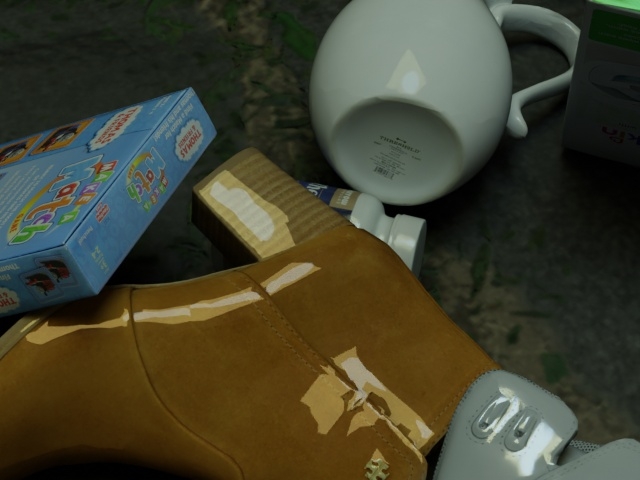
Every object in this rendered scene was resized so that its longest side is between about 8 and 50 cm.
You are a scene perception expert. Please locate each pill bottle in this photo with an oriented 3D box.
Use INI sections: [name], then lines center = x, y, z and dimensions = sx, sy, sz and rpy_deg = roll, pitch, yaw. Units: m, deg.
[pill bottle]
center = 0.000, 0.000, 1.014
dimensions = 0.120, 0.067, 0.067
rpy_deg = 11, 52, 10

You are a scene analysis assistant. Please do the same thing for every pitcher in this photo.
[pitcher]
center = 0.087, -0.108, 1.081
dimensions = 0.178, 0.125, 0.207
rpy_deg = 19, 40, -3

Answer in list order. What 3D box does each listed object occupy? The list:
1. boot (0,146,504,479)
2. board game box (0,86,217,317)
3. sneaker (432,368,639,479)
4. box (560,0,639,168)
[boot]
center = -0.061, 0.106, 0.913
dimensions = 0.295, 0.104, 0.211
rpy_deg = -42, 77, -11
[board game box]
center = -0.180, -0.010, 0.958
dimensions = 0.211, 0.039, 0.160
rpy_deg = -14, 28, 32
[sneaker]
center = 0.190, 0.119, 0.817
dimensions = 0.366, 0.137, 0.210
rpy_deg = -42, 55, 1
[box]
center = 0.242, -0.195, 1.015
dimensions = 0.127, 0.231, 0.262
rpy_deg = 15, 76, 8
